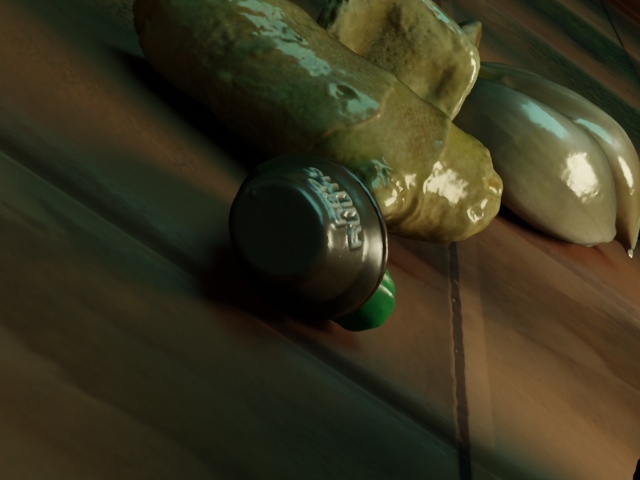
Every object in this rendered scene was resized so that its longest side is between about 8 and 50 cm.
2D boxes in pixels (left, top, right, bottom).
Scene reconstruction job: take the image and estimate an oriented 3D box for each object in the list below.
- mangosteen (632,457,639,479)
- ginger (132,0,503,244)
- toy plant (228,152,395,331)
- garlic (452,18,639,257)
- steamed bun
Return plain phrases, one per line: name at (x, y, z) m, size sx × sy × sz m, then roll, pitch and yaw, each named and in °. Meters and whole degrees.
mangosteen at (0.363, 0.192, 0.902) m, size 0.300 × 0.300 × 0.300 m, roll 32°, pitch 22°, yaw -15°
ginger at (-0.002, -0.107, 1.154) m, size 0.354 × 0.126 × 0.190 m, roll 33°, pitch 32°, yaw -5°
toy plant at (0.000, 0.000, 0.971) m, size 0.143 × 0.105 × 0.200 m, roll 54°, pitch 12°, yaw 11°
garlic at (0.233, -0.111, 1.518) m, size 0.325 × 0.132 × 0.279 m, roll 38°, pitch 26°, yaw 12°
steamed bun at (0.068, -0.193, 1.432) m, size 0.172 × 0.141 × 0.155 m, roll 37°, pitch 8°, yaw -10°
